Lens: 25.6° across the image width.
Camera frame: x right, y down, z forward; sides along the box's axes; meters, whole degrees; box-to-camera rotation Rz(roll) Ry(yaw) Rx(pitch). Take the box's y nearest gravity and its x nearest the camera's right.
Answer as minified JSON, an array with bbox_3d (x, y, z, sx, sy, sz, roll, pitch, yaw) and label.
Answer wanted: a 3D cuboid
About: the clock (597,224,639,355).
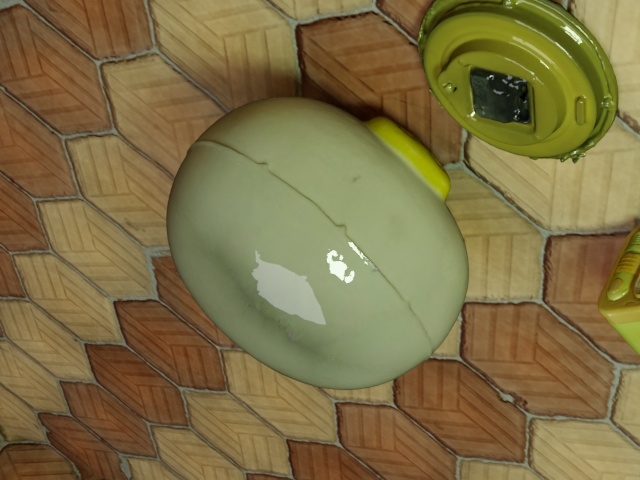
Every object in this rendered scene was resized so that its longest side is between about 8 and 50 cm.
[{"bbox_3d":[0.403,0.041,1.476,0.202,0.143,0.096,-13,126,50],"label":"clock"}]

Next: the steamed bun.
[{"bbox_3d":[-0.005,0.005,1.664,0.374,0.334,0.334,46,147,-7],"label":"steamed bun"}]

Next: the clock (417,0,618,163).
[{"bbox_3d":[0.198,-0.165,1.488,0.237,0.057,0.237,24,147,17],"label":"clock"}]
